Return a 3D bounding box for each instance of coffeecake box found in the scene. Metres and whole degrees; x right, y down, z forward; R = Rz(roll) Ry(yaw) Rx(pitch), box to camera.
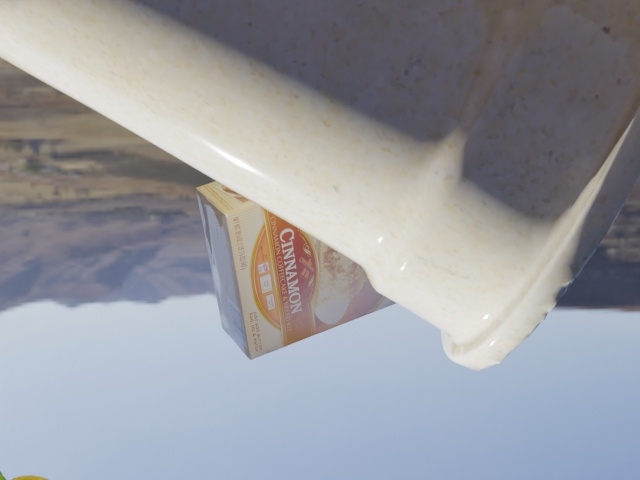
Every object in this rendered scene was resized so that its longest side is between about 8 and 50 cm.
[{"bbox_3d":[0.000,0.000,0.910,0.186,0.142,0.068,-20,-149,-21],"label":"coffeecake box"}]

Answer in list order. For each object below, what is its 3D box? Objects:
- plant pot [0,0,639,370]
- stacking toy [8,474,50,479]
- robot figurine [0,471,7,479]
[{"bbox_3d":[-0.003,-0.149,0.519,0.306,0.333,0.334,23,178,-1],"label":"plant pot"},{"bbox_3d":[-0.405,0.524,1.477,0.280,0.309,0.130,34,152,3],"label":"stacking toy"},{"bbox_3d":[-0.421,0.330,1.299,0.101,0.115,0.067,-14,134,3],"label":"robot figurine"}]
